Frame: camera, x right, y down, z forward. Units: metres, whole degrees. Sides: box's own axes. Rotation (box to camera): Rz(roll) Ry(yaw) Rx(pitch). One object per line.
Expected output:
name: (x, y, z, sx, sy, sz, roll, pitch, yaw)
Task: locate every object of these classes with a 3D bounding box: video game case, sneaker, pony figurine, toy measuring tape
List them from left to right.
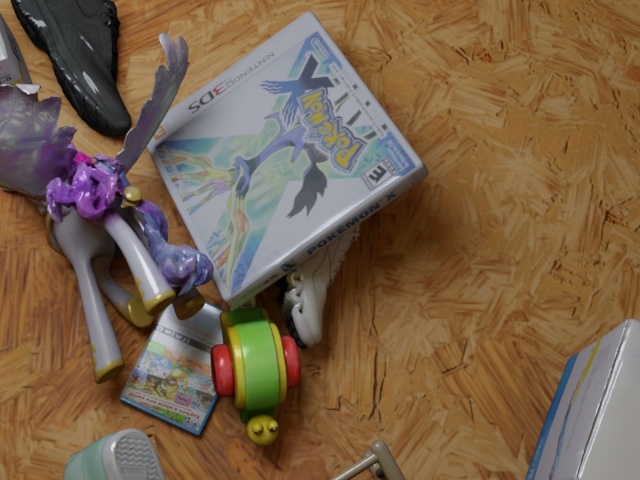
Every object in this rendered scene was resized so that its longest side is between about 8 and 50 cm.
sneaker: (-0.333, -0.280, 1.414, 0.130, 0.109, 0.286, -29, 78, -16)
pony figurine: (-0.283, -0.051, 1.246, 0.303, 0.351, 0.363, -21, 71, -42)
sneaker: (-0.236, 0.366, 1.228, 0.094, 0.151, 0.256, -13, 82, -46)
video game case: (-0.179, 0.161, 1.330, 0.119, 0.015, 0.166, 23, 75, 5)
toy measuring tape: (-0.093, 0.099, 1.281, 0.121, 0.121, 0.330, -8, 80, -3)
video game case: (-0.062, -0.117, 1.310, 0.300, 0.036, 0.329, -35, 56, 5)
sneaker: (0.000, 0.000, 1.337, 0.118, 0.110, 0.292, 3, 74, -9)

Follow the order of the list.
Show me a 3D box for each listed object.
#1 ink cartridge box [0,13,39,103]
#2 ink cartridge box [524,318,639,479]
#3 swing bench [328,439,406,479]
ink cartridge box: (-0.482, -0.245, 1.361, 0.128, 0.176, 0.127, -21, 75, -6)
ink cartridge box: (0.389, 0.240, 1.180, 0.198, 0.270, 0.197, 23, 75, 6)
swing bench: (0.029, 0.416, 1.180, 0.253, 0.165, 0.254, -30, 77, -9)
